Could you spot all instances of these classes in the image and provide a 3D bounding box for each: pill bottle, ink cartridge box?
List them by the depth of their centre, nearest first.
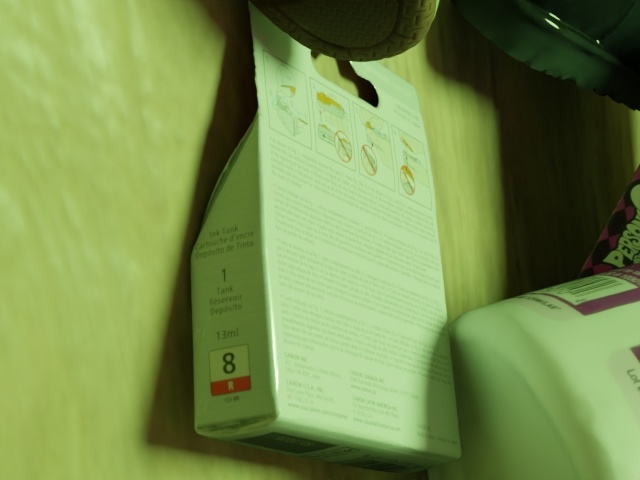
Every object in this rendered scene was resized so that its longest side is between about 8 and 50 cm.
[{"bbox_3d":[0.000,0.000,0.568,0.145,0.045,0.179,23,54,-54],"label":"ink cartridge box"},{"bbox_3d":[0.214,0.080,0.652,0.301,0.169,0.169,-13,105,-21],"label":"pill bottle"}]

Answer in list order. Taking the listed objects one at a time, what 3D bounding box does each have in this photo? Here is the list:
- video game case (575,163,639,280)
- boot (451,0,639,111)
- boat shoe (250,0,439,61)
[{"bbox_3d":[0.218,-0.021,0.781,0.210,0.042,0.232,-18,138,-54],"label":"video game case"},{"bbox_3d":[0.197,-0.170,0.699,0.246,0.094,0.207,7,127,-52],"label":"boot"},{"bbox_3d":[-0.015,-0.183,0.471,0.257,0.095,0.095,60,39,-38],"label":"boat shoe"}]
